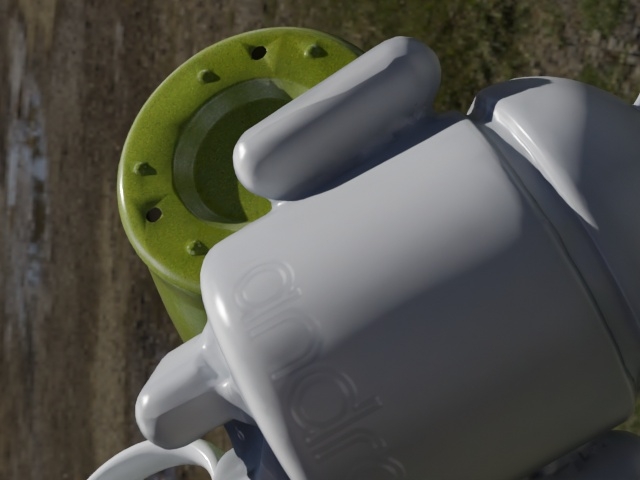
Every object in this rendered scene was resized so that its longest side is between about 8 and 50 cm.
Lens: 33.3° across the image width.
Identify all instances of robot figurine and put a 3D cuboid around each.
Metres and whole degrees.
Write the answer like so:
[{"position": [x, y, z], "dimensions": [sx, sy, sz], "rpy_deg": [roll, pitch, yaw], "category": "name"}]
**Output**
[{"position": [0.074, 0.041, 0.607], "dimensions": [0.300, 0.353, 0.200], "rpy_deg": [59, -178, -8], "category": "robot figurine"}]

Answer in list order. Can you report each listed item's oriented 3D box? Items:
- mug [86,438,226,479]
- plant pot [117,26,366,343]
[{"position": [-0.158, 0.341, 0.921], "dimensions": [0.328, 0.276, 0.374], "rpy_deg": [-25, 43, 24], "category": "mug"}, {"position": [0.000, 0.000, 0.966], "dimensions": [0.353, 0.366, 0.367], "rpy_deg": [55, -158, -61], "category": "plant pot"}]
